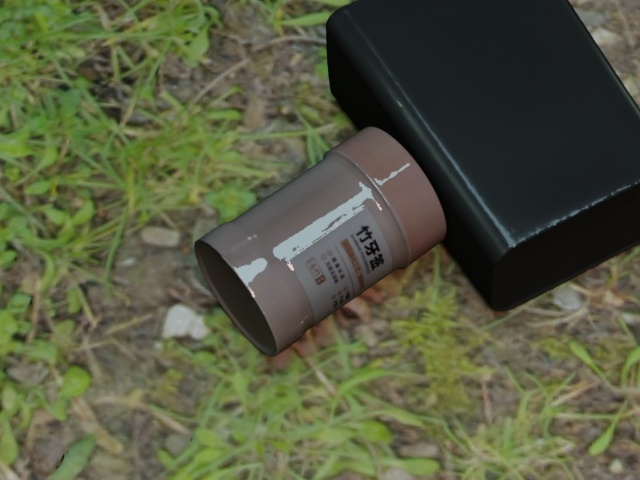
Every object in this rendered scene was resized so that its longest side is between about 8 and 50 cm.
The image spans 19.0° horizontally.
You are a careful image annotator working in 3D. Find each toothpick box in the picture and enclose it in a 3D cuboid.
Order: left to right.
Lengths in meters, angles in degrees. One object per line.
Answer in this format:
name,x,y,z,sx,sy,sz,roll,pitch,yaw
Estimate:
toothpick box,0.000,0.000,1.325,0.149,0.098,0.098,-34,62,-16

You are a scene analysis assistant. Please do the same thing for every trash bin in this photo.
trash bin,0.129,-0.085,1.364,0.165,0.115,0.225,-26,62,-12
